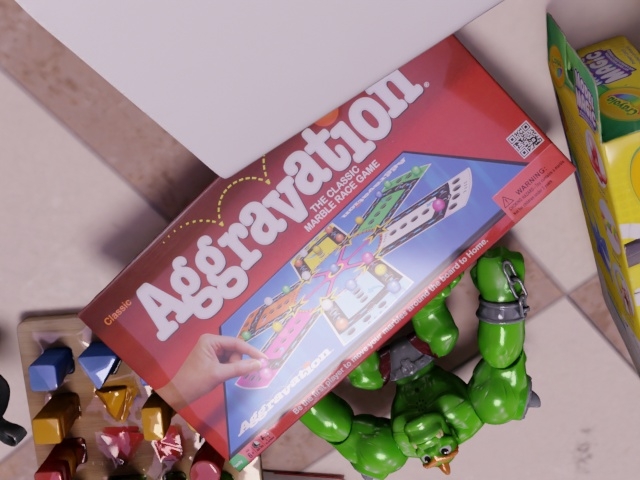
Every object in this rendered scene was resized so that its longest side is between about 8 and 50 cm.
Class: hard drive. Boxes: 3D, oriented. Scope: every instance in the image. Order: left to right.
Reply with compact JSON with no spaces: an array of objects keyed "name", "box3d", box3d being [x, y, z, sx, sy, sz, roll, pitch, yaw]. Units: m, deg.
[{"name":"hard drive","box3d":[0.043,-0.159,0.414,0.318,0.040,0.210,-32,157,7]}]

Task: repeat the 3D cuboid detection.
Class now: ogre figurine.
[{"name":"ogre figurine","box3d":[0.066,0.093,0.630,0.197,0.097,0.118,-31,99,-3]}]

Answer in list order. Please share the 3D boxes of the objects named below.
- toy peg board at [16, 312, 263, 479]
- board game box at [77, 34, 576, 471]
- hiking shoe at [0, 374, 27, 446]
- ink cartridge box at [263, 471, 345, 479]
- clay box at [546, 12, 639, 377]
[{"name":"toy peg board","box3d":[-0.127,0.134,0.630,0.161,0.079,0.161,-5,101,2]},{"name":"board game box","box3d":[0.000,0.000,0.560,0.281,0.027,0.145,-43,96,10]},{"name":"hiking shoe","box3d":[-0.310,0.023,0.563,0.132,0.113,0.304,-11,131,26]},{"name":"ink cartridge box","box3d":[-0.041,0.262,0.739,0.109,0.063,0.151,4,119,-3]},{"name":"clay box","box3d":[0.187,-0.021,0.540,0.053,0.127,0.222,-16,119,9]}]
